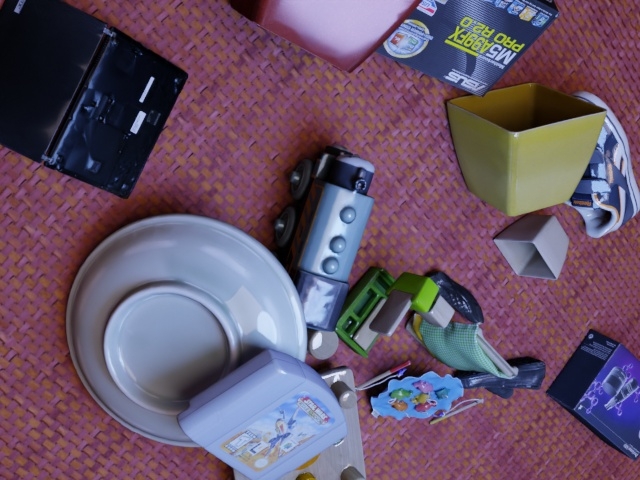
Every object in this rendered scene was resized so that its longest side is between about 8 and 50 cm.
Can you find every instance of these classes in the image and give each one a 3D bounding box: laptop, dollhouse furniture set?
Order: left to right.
[{"bbox_3d":[-0.382,-0.226,1.203,0.264,0.137,0.234,25,92,-52],"label":"laptop"},{"bbox_3d":[0.195,0.205,1.450,0.301,0.198,0.151,45,73,-27],"label":"dollhouse furniture set"}]

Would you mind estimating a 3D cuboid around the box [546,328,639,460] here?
[{"bbox_3d":[0.669,0.355,1.760,0.261,0.103,0.184,38,88,-26],"label":"box"}]

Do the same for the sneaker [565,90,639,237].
[{"bbox_3d":[0.557,-0.145,1.577,0.127,0.126,0.321,-40,116,-17],"label":"sneaker"}]

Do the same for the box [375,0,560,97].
[{"bbox_3d":[0.244,-0.384,1.349,0.270,0.060,0.216,17,136,-27],"label":"box"}]

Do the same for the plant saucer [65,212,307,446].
[{"bbox_3d":[-0.224,0.160,1.217,0.401,0.100,0.400,1,103,6],"label":"plant saucer"}]

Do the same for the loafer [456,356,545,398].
[{"bbox_3d":[0.386,0.298,1.632,0.223,0.076,0.078,-2,95,-27],"label":"loafer"}]

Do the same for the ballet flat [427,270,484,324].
[{"bbox_3d":[0.273,0.119,1.564,0.049,0.057,0.173,-34,120,32],"label":"ballet flat"}]

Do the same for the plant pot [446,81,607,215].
[{"bbox_3d":[0.381,-0.168,1.461,0.212,0.212,0.187,-16,121,-20],"label":"plant pot"}]

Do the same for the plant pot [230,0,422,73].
[{"bbox_3d":[0.004,-0.418,1.206,0.267,0.267,0.235,22,104,-27],"label":"plant pot"}]

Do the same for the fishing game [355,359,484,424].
[{"bbox_3d":[0.189,0.316,1.513,0.189,0.041,0.264,-30,137,26],"label":"fishing game"}]

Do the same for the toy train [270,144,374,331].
[{"bbox_3d":[0.000,0.000,1.323,0.142,0.190,0.333,18,94,-23],"label":"toy train"}]

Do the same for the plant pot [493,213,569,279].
[{"bbox_3d":[0.444,0.005,1.578,0.096,0.109,0.109,-49,116,-20],"label":"plant pot"}]

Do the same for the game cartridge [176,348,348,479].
[{"bbox_3d":[-0.072,0.284,1.216,0.198,0.062,0.297,-31,141,4],"label":"game cartridge"}]

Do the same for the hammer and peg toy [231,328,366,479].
[{"bbox_3d":[-0.058,0.329,1.415,0.266,0.127,0.361,-14,107,-19],"label":"hammer and peg toy"}]
